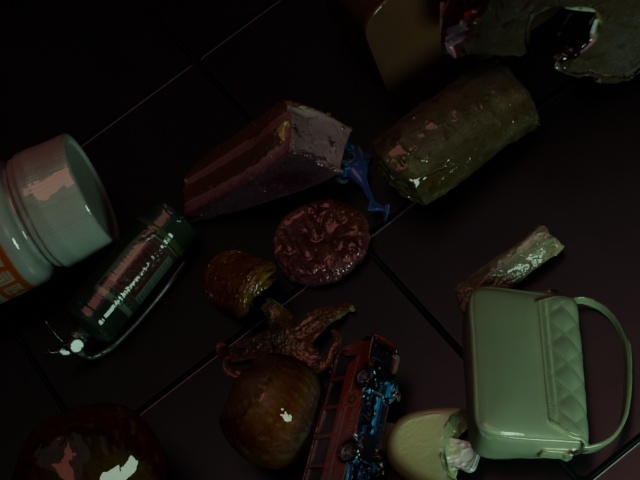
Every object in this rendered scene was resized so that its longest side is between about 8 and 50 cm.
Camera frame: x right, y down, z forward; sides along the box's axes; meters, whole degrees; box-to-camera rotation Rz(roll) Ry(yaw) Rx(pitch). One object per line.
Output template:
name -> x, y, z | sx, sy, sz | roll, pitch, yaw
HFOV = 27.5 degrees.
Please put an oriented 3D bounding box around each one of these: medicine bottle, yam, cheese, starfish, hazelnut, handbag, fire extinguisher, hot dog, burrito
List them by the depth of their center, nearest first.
handbag -> 0.299, 0.173, 1.712 | 0.219, 0.079, 0.256 | 3, 53, 0
cheese -> 0.107, 0.269, 1.736 | 0.235, 0.050, 0.127 | 7, 63, 31
hazelnut -> -0.323, 0.323, 1.756 | 0.218, 0.218, 0.234 | 34, 75, 32
hazelnut -> -0.058, 0.230, 1.769 | 0.143, 0.143, 0.154 | 18, 56, 27
burrito -> 0.261, 0.042, 1.826 | 0.171, 0.042, 0.051 | -36, 85, 1
starfish -> -0.044, 0.144, 1.875 | 0.209, 0.053, 0.150 | -30, 61, -8
hot dog -> -0.116, 0.060, 1.917 | 0.099, 0.065, 0.147 | -51, 30, -16
yam -> 0.192, -0.153, 1.922 | 0.238, 0.128, 0.129 | -37, 21, -12
fire extinguisher -> -0.307, 0.075, 1.970 | 0.294, 0.118, 0.093 | -53, 23, -16
medicine bottle -> -0.516, -0.005, 2.020 | 0.371, 0.211, 0.211 | -24, 55, 3

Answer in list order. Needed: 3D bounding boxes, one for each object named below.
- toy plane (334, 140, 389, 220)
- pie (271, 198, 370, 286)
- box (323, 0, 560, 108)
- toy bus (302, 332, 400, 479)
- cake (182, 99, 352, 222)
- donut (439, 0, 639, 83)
toy plane -> 0.061, -0.100, 1.983 | 0.062, 0.054, 0.167 | -10, 52, -19
pie -> 0.000, 0.000, 1.947 | 0.154, 0.036, 0.154 | -8, 58, 13
box -> 0.179, -0.416, 2.023 | 0.339, 0.239, 0.229 | -33, 52, -3
toy bus -> 0.041, 0.240, 1.721 | 0.096, 0.073, 0.235 | -11, 54, 38
cake -> -0.103, -0.121, 1.996 | 0.295, 0.113, 0.116 | -21, 50, 30
donut -> 0.344, -0.358, 1.845 | 0.345, 0.259, 0.136 | 2, 47, -17
